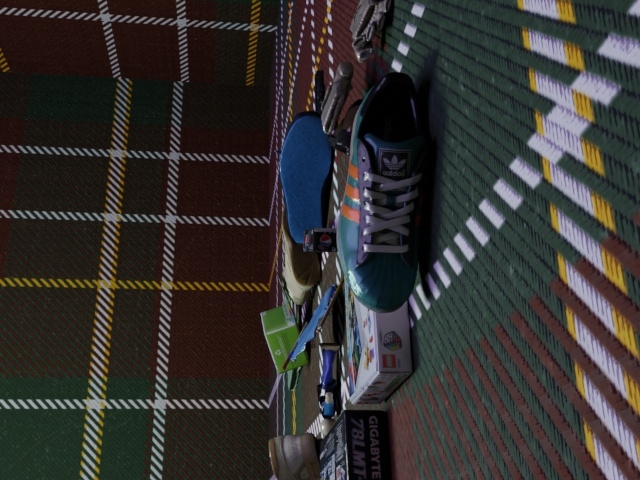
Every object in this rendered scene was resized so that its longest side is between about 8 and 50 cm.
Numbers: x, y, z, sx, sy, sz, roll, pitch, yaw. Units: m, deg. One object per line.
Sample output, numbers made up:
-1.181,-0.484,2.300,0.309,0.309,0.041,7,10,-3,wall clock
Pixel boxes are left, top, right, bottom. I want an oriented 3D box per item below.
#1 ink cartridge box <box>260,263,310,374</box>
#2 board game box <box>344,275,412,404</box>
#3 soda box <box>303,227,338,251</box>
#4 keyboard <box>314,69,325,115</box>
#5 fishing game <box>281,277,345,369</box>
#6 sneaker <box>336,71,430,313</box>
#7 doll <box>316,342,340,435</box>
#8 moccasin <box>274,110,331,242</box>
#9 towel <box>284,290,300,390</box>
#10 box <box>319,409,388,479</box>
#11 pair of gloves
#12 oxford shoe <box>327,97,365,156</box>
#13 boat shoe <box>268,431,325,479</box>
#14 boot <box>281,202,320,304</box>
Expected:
-0.121,0.216,2.109,0.189,0.096,0.255,-122,12,-76,ink cartridge box
0.078,0.071,1.110,0.193,0.053,0.306,110,160,-65,board game box
0.000,0.000,1.687,0.169,0.060,0.053,178,92,-82,soda box
-0.004,-0.353,1.939,0.108,0.023,0.180,108,161,-64,keyboard
-0.005,0.178,1.593,0.189,0.041,0.264,-62,3,-36,fishing game
0.078,-0.066,0.933,0.121,0.108,0.303,103,169,-74,sneaker
0.015,0.311,1.557,0.129,0.046,0.189,161,111,-83,doll
-0.045,-0.157,1.789,0.117,0.137,0.342,-92,8,-56,moccasin
-0.087,0.283,2.389,0.248,0.038,0.325,102,165,-60,towel
0.049,0.443,1.179,0.296,0.073,0.294,107,162,-63,box
0.055,-0.299,1.263,0.204,0.042,0.240,-98,29,-73,pair of gloves
0.068,-0.181,1.231,0.096,0.082,0.227,-65,7,3,oxford shoe
-0.011,0.440,1.475,0.302,0.098,0.109,59,-166,-58,boat shoe
-0.057,0.024,1.991,0.203,0.095,0.262,108,154,-67,boot
